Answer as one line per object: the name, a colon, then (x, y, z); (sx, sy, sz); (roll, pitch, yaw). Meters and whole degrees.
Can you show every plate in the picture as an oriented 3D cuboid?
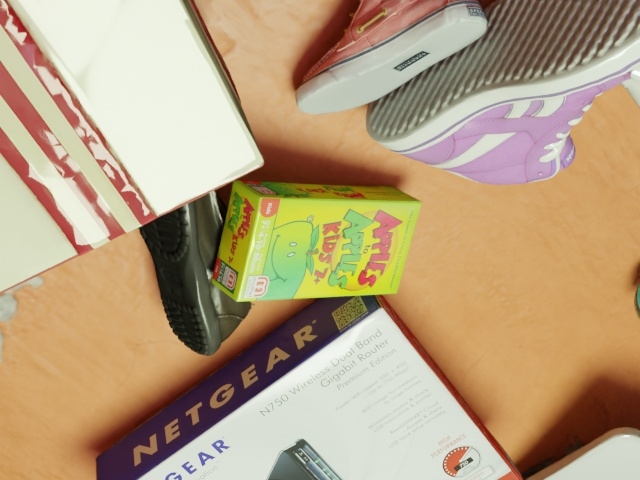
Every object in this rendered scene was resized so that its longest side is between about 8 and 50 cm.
plate: (0.364, 0.303, 1.193); (0.277, 0.045, 0.278); (23, 138, -20)

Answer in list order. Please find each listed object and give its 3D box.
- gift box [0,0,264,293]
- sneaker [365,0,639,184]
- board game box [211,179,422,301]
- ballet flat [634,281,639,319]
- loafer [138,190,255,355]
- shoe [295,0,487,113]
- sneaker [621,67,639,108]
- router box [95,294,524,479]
gift box: (-0.187, -0.144, 0.634); (0.255, 0.276, 0.258); (-29, 126, -3)
sneaker: (0.189, -0.123, 0.820); (0.161, 0.102, 0.282); (24, 153, -35)
board game box: (0.000, 0.000, 0.883); (0.181, 0.043, 0.092); (0, 111, -40)
ballet flat: (0.478, -0.018, 1.032); (0.123, 0.123, 0.348); (33, 109, -33)
loafer: (-0.107, -0.006, 0.882); (0.078, 0.080, 0.220); (-34, 134, -35)
shoe: (0.047, -0.171, 0.820); (0.178, 0.081, 0.063); (-25, 161, 33)
sneaker: (0.232, -0.184, 0.861); (0.115, 0.090, 0.232); (-26, 126, 18)
router box: (-0.005, 0.241, 1.038); (0.335, 0.082, 0.301); (-36, 119, 6)
